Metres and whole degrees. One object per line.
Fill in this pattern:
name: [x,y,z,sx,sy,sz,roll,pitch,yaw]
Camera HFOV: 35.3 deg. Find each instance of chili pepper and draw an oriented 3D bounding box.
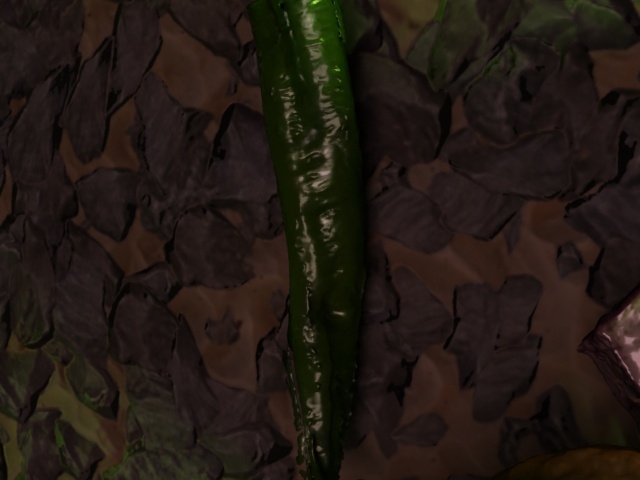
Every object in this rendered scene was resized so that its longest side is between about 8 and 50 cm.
chili pepper: [0.000,0.001,0.688,0.085,0.076,0.359,-10,85,47]

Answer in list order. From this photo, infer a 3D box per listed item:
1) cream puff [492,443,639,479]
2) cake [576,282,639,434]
cream puff: [0.138,0.276,0.498,0.327,0.231,0.343,-5,66,25]
cake: [0.268,0.017,0.538,0.295,0.113,0.116,-43,77,18]
